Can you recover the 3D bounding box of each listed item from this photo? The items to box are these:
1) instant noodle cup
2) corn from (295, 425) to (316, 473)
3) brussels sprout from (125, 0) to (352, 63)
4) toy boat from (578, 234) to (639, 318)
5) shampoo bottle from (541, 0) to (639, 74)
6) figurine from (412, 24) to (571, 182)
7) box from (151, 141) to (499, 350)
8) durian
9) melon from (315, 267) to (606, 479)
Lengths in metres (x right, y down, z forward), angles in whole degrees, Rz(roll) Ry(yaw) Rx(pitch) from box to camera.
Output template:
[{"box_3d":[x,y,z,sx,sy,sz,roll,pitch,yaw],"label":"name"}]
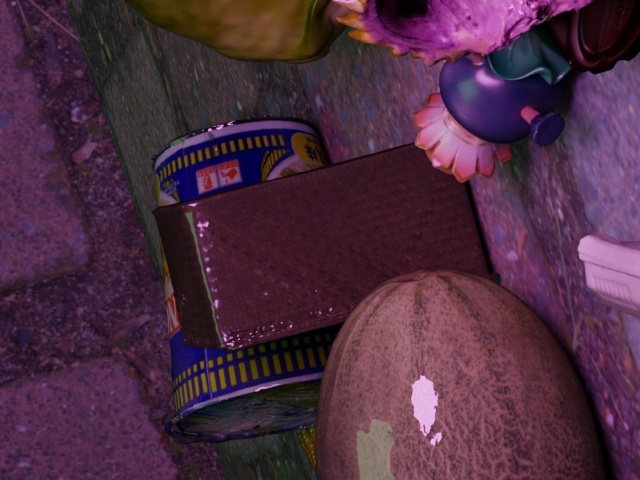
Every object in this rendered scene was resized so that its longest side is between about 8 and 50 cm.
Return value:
[{"box_3d":[-0.062,0.039,2.098,0.284,0.284,0.312,118,141,-70],"label":"instant noodle cup"},{"box_3d":[0.045,0.263,2.246,0.305,0.106,0.106,-127,24,-63],"label":"corn"},{"box_3d":[-0.077,-0.334,1.649,0.371,0.314,0.276,80,-172,-47],"label":"brussels sprout"},{"box_3d":[0.256,-0.004,1.100,0.269,0.141,0.141,148,103,-73],"label":"toy boat"},{"box_3d":[0.133,-0.263,1.324,0.129,0.084,0.323,93,155,-49],"label":"shampoo bottle"},{"box_3d":[0.137,-0.107,1.469,0.111,0.102,0.195,36,154,5],"label":"figurine"},{"box_3d":[0.000,0.003,1.752,0.184,0.273,0.143,177,79,-74],"label":"box"},{"box_3d":[0.100,-0.210,1.200,0.260,0.154,0.186,-33,39,49],"label":"durian"},{"box_3d":[0.115,0.186,1.609,0.248,0.248,0.329,-170,67,-74],"label":"melon"}]
